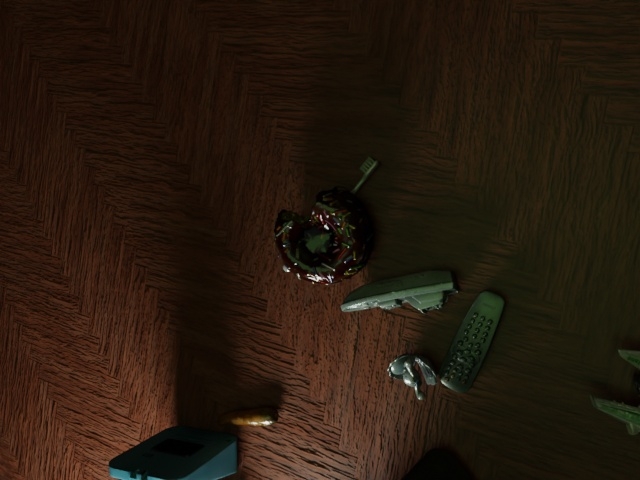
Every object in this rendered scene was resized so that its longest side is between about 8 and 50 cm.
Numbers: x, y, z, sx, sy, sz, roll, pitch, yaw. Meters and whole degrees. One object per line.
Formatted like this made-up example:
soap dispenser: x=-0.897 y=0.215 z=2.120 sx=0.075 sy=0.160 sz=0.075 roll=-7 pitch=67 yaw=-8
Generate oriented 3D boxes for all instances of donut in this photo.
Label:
donut: x=0.001 y=0.000 z=1.159 sx=0.230 sy=0.096 sz=0.216 roll=-11 pitch=97 yaw=17

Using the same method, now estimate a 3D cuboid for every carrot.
carrot: x=-0.189 y=0.445 z=1.315 sx=0.191 sy=0.047 sz=0.047 roll=-14 pitch=85 yaw=26

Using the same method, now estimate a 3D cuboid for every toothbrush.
toothbrush: x=0.020 y=-0.053 z=1.208 sx=0.030 sy=0.025 sz=0.342 roll=44 pitch=109 yaw=17

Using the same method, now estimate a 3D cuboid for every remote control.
remote control: x=0.309 y=0.204 z=1.065 sx=0.072 sy=0.042 sz=0.221 roll=26 pitch=104 yaw=23

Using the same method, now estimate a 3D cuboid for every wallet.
wallet: x=0.289 y=0.571 z=1.028 sx=0.165 sy=0.042 sz=0.309 roll=-35 pitch=72 yaw=-23

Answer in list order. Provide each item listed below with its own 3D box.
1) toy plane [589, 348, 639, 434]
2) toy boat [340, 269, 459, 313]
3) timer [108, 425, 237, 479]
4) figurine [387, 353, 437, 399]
toy plane: x=0.608 y=0.292 z=0.890 sx=0.251 sy=0.101 sz=0.255 roll=-18 pitch=87 yaw=25
toy boat: x=0.162 y=0.122 z=1.114 sx=0.261 sy=0.078 sz=0.085 roll=-14 pitch=71 yaw=24
timer: x=-0.354 y=0.547 z=1.284 sx=0.232 sy=0.250 sz=0.091 roll=-1 pitch=90 yaw=27
figurine: x=0.197 y=0.276 z=1.099 sx=0.082 sy=0.094 sz=0.086 roll=-32 pitch=40 yaw=-13
